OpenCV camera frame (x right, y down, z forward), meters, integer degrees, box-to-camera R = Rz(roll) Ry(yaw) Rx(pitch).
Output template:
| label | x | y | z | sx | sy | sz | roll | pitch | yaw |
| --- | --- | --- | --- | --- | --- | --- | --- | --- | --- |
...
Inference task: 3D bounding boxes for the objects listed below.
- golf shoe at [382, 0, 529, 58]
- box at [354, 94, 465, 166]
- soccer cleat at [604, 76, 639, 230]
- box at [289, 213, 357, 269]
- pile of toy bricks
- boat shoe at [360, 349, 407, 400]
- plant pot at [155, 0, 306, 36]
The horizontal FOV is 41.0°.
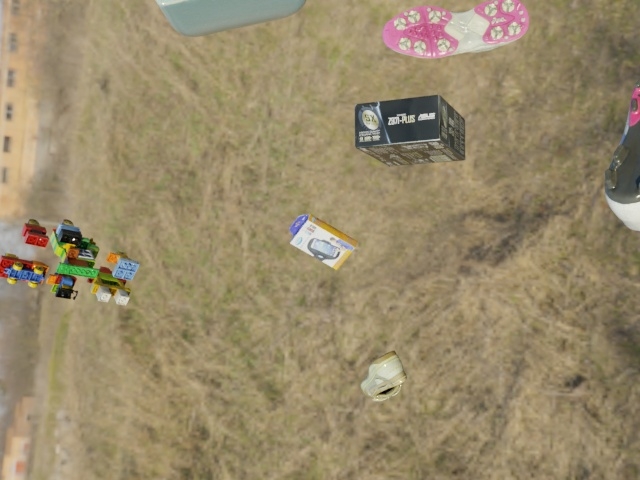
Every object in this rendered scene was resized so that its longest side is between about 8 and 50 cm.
| label | x | y | z | sx | sy | sz | roll | pitch | yaw |
| --- | --- | --- | --- | --- | --- | --- | --- | --- | --- |
| golf shoe | 0.287 | -0.440 | 1.841 | 0.140 | 0.306 | 0.115 | 19 | -111 | -84 |
| box | 0.156 | -0.184 | 1.459 | 0.180 | 0.147 | 0.077 | 13 | -105 | -66 |
| soccer cleat | 0.539 | -0.165 | 1.345 | 0.116 | 0.143 | 0.331 | 18 | 71 | 41 |
| box | 0.000 | 0.000 | 1.822 | 0.081 | 0.136 | 0.028 | -52 | 16 | 38 |
| pile of toy bricks | -0.383 | 0.018 | 1.310 | 0.118 | 0.212 | 0.105 | -60 | 39 | 19 |
| boat shoe | 0.095 | 0.205 | 1.226 | 0.048 | 0.056 | 0.153 | 56 | 160 | 22 |
| plant pot | -0.152 | -0.462 | 1.394 | 0.252 | 0.248 | 0.247 | 97 | 159 | -79 |
